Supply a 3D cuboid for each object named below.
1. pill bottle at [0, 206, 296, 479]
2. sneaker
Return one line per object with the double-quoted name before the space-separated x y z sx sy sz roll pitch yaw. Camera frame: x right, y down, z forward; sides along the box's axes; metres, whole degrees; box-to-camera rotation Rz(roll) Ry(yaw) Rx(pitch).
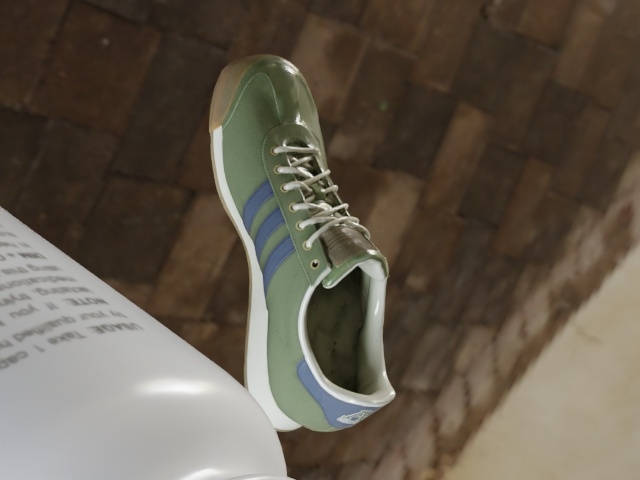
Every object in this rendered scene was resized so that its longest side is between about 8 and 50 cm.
"pill bottle" -0.113 0.075 0.489 0.160 0.283 0.160 -34 142 -33
"sneaker" 0.000 0.000 0.808 0.064 0.086 0.192 -7 92 -37
